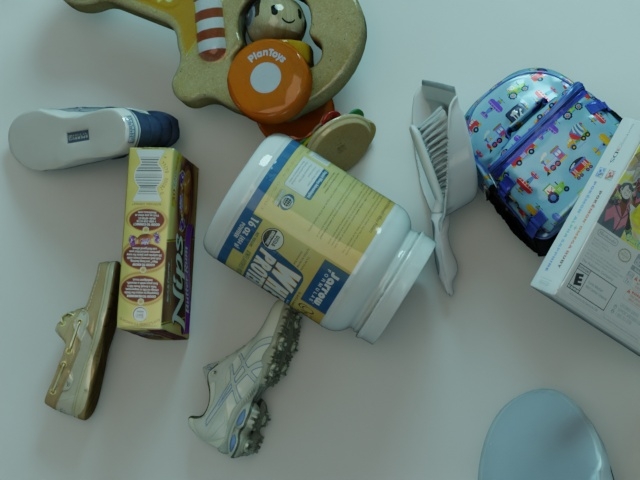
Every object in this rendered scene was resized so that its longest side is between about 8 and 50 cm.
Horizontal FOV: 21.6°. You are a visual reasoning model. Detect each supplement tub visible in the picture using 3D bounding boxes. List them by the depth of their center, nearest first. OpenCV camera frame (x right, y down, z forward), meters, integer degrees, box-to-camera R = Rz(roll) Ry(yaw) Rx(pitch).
[{"bbox_3d":[0.000,0.000,1.671,0.199,0.144,0.144,32,88,2],"label":"supplement tub"}]

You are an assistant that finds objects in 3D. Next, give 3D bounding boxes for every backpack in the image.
[{"bbox_3d":[0.221,-0.097,1.671,0.158,0.117,0.173,-38,74,2],"label":"backpack"}]

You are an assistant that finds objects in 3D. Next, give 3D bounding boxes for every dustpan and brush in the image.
[{"bbox_3d":[0.123,-0.050,1.691,0.060,0.147,0.211,-20,102,-7],"label":"dustpan and brush"}]

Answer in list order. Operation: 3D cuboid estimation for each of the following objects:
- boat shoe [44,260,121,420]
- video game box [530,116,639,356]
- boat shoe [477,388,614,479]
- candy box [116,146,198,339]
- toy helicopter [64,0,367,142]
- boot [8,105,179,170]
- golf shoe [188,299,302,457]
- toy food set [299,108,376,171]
[{"bbox_3d":[-0.250,0.100,1.752,0.059,0.063,0.170,13,84,6],"label":"boat shoe"},{"bbox_3d":[0.321,0.010,1.606,0.187,0.205,0.048,-59,32,-1],"label":"video game box"},{"bbox_3d":[0.254,0.322,1.593,0.135,0.156,0.367,-23,49,11],"label":"boat shoe"},{"bbox_3d":[-0.167,0.005,1.728,0.053,0.109,0.187,0,81,10],"label":"candy box"},{"bbox_3d":[-0.116,-0.256,1.750,0.355,0.140,0.235,20,84,16],"label":"toy helicopter"},{"bbox_3d":[-0.242,-0.109,1.787,0.190,0.086,0.069,2,94,38],"label":"boot"},{"bbox_3d":[-0.080,0.131,1.716,0.086,0.069,0.176,21,84,19],"label":"golf shoe"},{"bbox_3d":[0.017,-0.101,1.728,0.083,0.082,0.020,-43,54,8],"label":"toy food set"}]
